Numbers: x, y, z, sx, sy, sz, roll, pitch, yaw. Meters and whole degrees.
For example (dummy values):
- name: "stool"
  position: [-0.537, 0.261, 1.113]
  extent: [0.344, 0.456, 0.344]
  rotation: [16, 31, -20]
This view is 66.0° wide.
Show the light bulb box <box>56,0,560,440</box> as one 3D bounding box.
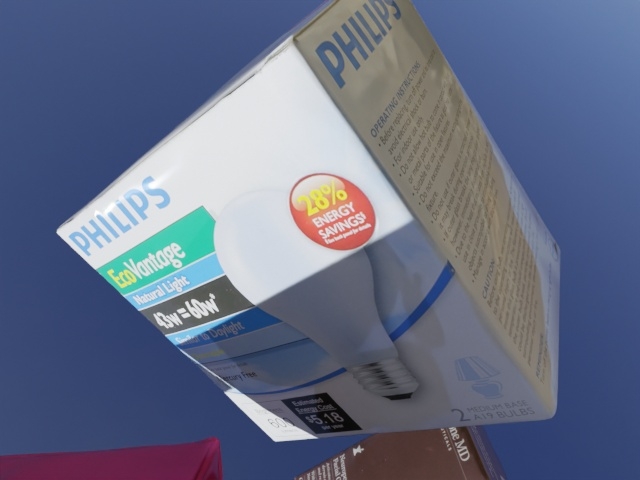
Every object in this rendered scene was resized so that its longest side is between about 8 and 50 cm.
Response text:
- name: "light bulb box"
  position: [0.000, 0.000, 0.520]
  extent: [0.361, 0.357, 0.225]
  rotation: [50, -139, -19]

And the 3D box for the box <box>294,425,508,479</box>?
- name: "box"
  position: [0.141, 0.469, 0.910]
  extent: [0.143, 0.381, 0.191]
  rotation: [50, -166, -28]

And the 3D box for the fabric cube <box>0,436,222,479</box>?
- name: "fabric cube"
  position: [-0.221, 0.353, 0.428]
  extent: [0.253, 0.258, 0.260]
  rotation: [-5, -88, -1]
